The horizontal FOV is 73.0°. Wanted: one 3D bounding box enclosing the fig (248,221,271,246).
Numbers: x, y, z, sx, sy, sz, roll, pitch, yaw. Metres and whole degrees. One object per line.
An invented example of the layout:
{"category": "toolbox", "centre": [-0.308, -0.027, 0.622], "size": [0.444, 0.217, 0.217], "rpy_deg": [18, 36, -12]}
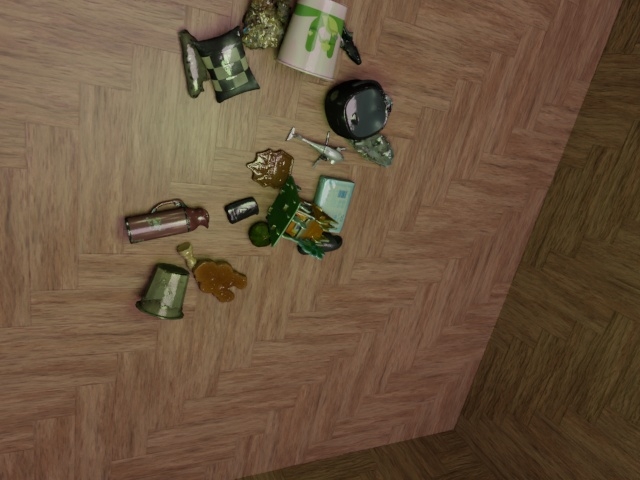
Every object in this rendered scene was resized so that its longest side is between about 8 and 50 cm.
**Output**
{"category": "fig", "centre": [-0.263, -0.020, 1.991], "size": [0.123, 0.156, 0.123], "rpy_deg": [-8, 111, -21]}

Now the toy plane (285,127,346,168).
{"category": "toy plane", "centre": [-0.005, -0.431, 1.957], "size": [0.273, 0.107, 0.182], "rpy_deg": [42, 86, -30]}

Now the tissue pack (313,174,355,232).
{"category": "tissue pack", "centre": [0.049, -0.178, 2.114], "size": [0.176, 0.089, 0.264], "rpy_deg": [6, 112, -26]}

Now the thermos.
{"category": "thermos", "centre": [-0.635, -0.084, 1.815], "size": [0.329, 0.137, 0.110], "rpy_deg": [-13, 146, -21]}

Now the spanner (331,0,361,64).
{"category": "spanner", "centre": [0.083, -0.871, 1.821], "size": [0.096, 0.040, 0.325], "rpy_deg": [-51, 129, -5]}

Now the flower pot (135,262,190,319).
{"category": "flower pot", "centre": [-0.668, 0.218, 1.880], "size": [0.212, 0.212, 0.203], "rpy_deg": [17, 97, -32]}

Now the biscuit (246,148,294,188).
{"category": "biscuit", "centre": [-0.227, -0.321, 1.938], "size": [0.215, 0.034, 0.183], "rpy_deg": [2, 112, -27]}

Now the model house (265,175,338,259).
{"category": "model house", "centre": [-0.048, -0.075, 1.909], "size": [0.312, 0.358, 0.243], "rpy_deg": [23, 110, -21]}

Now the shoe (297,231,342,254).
{"category": "shoe", "centre": [0.000, 0.000, 2.161], "size": [0.240, 0.108, 0.093], "rpy_deg": [-13, 122, -17]}

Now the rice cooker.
{"category": "rice cooker", "centre": [0.156, -0.573, 1.897], "size": [0.266, 0.224, 0.268], "rpy_deg": [-10, 116, -21]}

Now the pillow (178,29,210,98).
{"category": "pillow", "centre": [-0.472, -0.668, 1.642], "size": [0.093, 0.051, 0.242], "rpy_deg": [-18, 119, -28]}

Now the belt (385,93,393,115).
{"category": "belt", "centre": [0.279, -0.621, 2.035], "size": [0.105, 0.058, 0.140], "rpy_deg": [19, 107, -26]}

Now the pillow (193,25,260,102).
{"category": "pillow", "centre": [-0.354, -0.668, 1.656], "size": [0.185, 0.106, 0.250], "rpy_deg": [-21, 134, -5]}

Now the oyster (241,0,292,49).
{"category": "oyster", "centre": [-0.211, -0.845, 1.669], "size": [0.259, 0.092, 0.198], "rpy_deg": [-36, 128, -11]}

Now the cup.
{"category": "cup", "centre": [-0.024, -0.786, 1.673], "size": [0.252, 0.253, 0.274], "rpy_deg": [7, 116, -29]}

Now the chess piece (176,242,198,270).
{"category": "chess piece", "centre": [-0.589, 0.075, 1.932], "size": [0.066, 0.066, 0.122], "rpy_deg": [-24, 127, -15]}

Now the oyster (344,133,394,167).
{"category": "oyster", "centre": [0.254, -0.434, 2.093], "size": [0.251, 0.087, 0.200], "rpy_deg": [-23, 112, -24]}

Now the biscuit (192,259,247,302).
{"category": "biscuit", "centre": [-0.476, 0.180, 2.027], "size": [0.186, 0.044, 0.295], "rpy_deg": [-45, 136, -5]}

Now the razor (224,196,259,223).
{"category": "razor", "centre": [-0.352, -0.138, 1.949], "size": [0.147, 0.054, 0.090], "rpy_deg": [-23, 121, -16]}
